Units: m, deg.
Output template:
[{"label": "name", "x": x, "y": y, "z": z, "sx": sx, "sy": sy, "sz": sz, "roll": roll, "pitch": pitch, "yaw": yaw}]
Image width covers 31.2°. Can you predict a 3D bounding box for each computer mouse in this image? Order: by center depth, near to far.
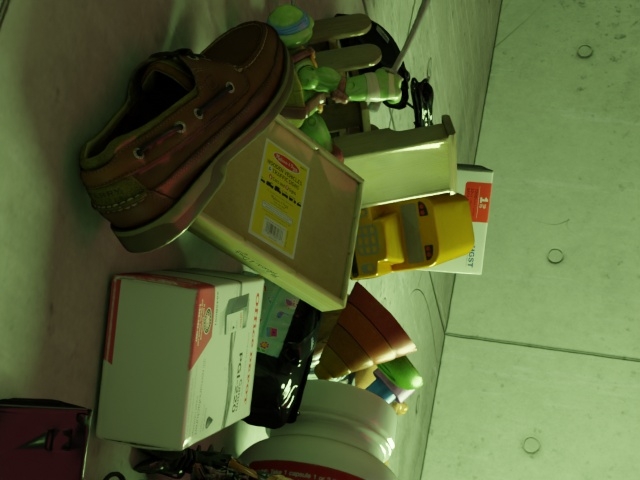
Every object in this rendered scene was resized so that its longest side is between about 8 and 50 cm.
[{"label": "computer mouse", "x": 0.108, "y": -0.224, "z": 1.693, "sx": 0.262, "sy": 0.060, "sz": 0.184, "roll": 49, "pitch": -21, "yaw": 41}]

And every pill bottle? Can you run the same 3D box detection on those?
[{"label": "pill bottle", "x": -0.021, "y": 0.394, "z": 1.441, "sx": 0.229, "sy": 0.229, "sz": 0.407, "roll": 76, "pitch": 24, "yaw": -56}]

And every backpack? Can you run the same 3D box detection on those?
[{"label": "backpack", "x": -0.061, "y": 0.119, "z": 1.400, "sx": 0.152, "sy": 0.115, "sz": 0.182, "roll": 98, "pitch": 7, "yaw": -52}]

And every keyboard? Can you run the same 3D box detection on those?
[{"label": "keyboard", "x": -0.223, "y": 0.281, "z": 0.882, "sx": 0.202, "sy": 0.033, "sz": 0.317, "roll": 13, "pitch": 84, "yaw": -48}]

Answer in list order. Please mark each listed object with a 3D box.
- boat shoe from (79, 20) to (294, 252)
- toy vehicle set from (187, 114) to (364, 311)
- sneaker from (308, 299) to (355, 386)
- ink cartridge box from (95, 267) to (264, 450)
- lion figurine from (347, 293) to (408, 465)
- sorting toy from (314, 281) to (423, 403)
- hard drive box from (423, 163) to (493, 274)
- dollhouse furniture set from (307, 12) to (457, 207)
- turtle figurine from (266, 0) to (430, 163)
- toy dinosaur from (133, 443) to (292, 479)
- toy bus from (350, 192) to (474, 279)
[{"label": "boat shoe", "x": -0.115, "y": -0.128, "z": 1.048, "sx": 0.104, "sy": 0.111, "sz": 0.307, "roll": 58, "pitch": 37, "yaw": -30}, {"label": "toy vehicle set", "x": -0.053, "y": -0.049, "z": 1.240, "sx": 0.267, "sy": 0.035, "sz": 0.165, "roll": 34, "pitch": 56, "yaw": -42}, {"label": "sneaker", "x": -0.003, "y": 0.187, "z": 1.694, "sx": 0.282, "sy": 0.099, "sz": 0.153, "roll": -41, "pitch": 135, "yaw": -74}, {"label": "ink cartridge box", "x": -0.134, "y": 0.112, "z": 1.149, "sx": 0.218, "sy": 0.092, "sz": 0.158, "roll": -4, "pitch": 100, "yaw": -78}, {"label": "lion figurine", "x": 0.058, "y": 0.310, "z": 1.990, "sx": 0.240, "sy": 0.142, "sz": 0.392, "roll": -58, "pitch": 138, "yaw": -44}, {"label": "sorting toy", "x": 0.059, "y": 0.186, "z": 1.613, "sx": 0.126, "sy": 0.127, "sz": 0.365, "roll": -40, "pitch": 158, "yaw": -9}, {"label": "hard drive box", "x": 0.159, "y": -0.045, "z": 1.927, "sx": 0.089, "sy": 0.232, "sz": 0.181, "roll": -126, "pitch": -140, "yaw": -80}, {"label": "dollhouse furniture set", "x": 0.083, "y": -0.169, "z": 1.586, "sx": 0.212, "sy": 0.161, "sz": 0.242, "roll": 81, "pitch": -3, "yaw": -46}, {"label": "turtle figurine", "x": 0.015, "y": -0.183, "z": 1.393, "sx": 0.274, "sy": 0.198, "sz": 0.266, "roll": -62, "pitch": 160, "yaw": -49}, {"label": "toy dinosaur", "x": -0.080, "y": 0.295, "z": 1.170, "sx": 0.322, "sy": 0.219, "sz": 0.164, "roll": 64, "pitch": 36, "yaw": -57}, {"label": "toy bus", "x": 0.133, "y": -0.011, "z": 1.713, "sx": 0.333, "sy": 0.130, "sz": 0.108, "roll": -10, "pitch": 93, "yaw": -71}]
